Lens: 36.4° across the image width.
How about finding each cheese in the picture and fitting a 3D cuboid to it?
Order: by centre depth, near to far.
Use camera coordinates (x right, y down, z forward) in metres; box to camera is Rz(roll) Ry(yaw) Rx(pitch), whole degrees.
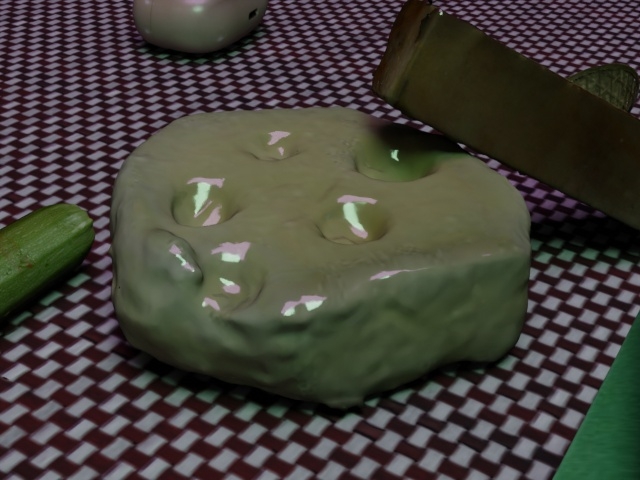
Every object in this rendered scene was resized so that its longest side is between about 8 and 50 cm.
[{"bbox_3d":[0.000,0.000,0.748,0.326,0.115,0.318,17,33,21],"label":"cheese"}]

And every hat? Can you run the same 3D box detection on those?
[{"bbox_3d":[0.281,-0.111,1.014,0.146,0.067,0.146,-34,28,21],"label":"hat"}]

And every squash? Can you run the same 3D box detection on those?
[{"bbox_3d":[-0.252,0.036,0.710,0.066,0.066,0.229,19,34,23],"label":"squash"}]

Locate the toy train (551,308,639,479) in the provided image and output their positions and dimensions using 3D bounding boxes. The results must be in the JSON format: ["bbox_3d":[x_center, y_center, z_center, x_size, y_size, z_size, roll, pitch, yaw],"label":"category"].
[{"bbox_3d":[0.148,0.153,0.435,0.120,0.202,0.301,23,36,21],"label":"toy train"}]

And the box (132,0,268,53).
[{"bbox_3d":[-0.151,-0.303,1.249,0.146,0.088,0.200,13,32,17],"label":"box"}]

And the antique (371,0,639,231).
[{"bbox_3d":[0.187,-0.099,0.821,0.310,0.087,0.093,23,14,-21],"label":"antique"}]
